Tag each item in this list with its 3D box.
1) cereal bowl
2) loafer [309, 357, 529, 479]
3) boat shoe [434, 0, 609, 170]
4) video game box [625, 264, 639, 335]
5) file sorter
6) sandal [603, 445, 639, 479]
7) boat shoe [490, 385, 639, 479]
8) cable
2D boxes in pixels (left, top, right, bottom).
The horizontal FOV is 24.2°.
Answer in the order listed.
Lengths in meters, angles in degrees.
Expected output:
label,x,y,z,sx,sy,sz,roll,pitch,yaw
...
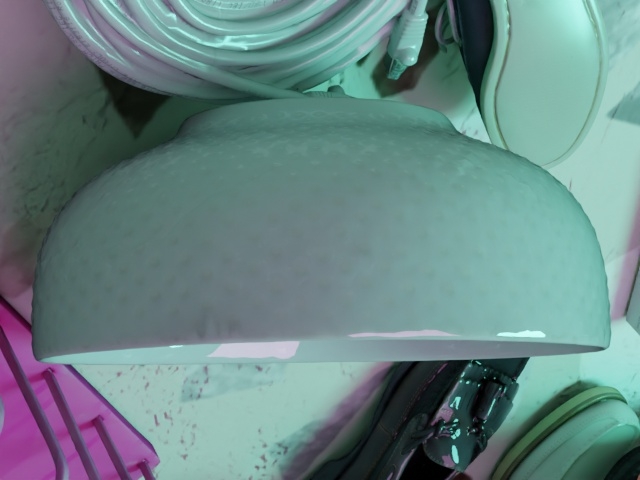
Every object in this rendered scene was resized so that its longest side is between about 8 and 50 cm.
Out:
label,x,y,z,sx,sy,sz,roll,pitch,yaw
cereal bowl,0.000,0.000,0.872,0.339,0.339,0.141,4,83,-36
loafer,0.083,0.177,1.193,0.109,0.095,0.302,26,109,-45
boat shoe,0.118,-0.152,0.947,0.095,0.079,0.254,-29,134,-6
video game box,0.366,-0.015,1.253,0.205,0.048,0.187,-14,131,-23
file sorter,-0.220,0.182,0.932,0.202,0.182,0.291,-36,137,-1
sandal,0.319,0.239,1.321,0.445,0.107,0.168,-25,125,-54
boat shoe,0.194,0.269,1.340,0.113,0.103,0.302,19,114,-42
cable,-0.038,-0.194,0.800,0.257,0.089,0.257,2,124,-34
